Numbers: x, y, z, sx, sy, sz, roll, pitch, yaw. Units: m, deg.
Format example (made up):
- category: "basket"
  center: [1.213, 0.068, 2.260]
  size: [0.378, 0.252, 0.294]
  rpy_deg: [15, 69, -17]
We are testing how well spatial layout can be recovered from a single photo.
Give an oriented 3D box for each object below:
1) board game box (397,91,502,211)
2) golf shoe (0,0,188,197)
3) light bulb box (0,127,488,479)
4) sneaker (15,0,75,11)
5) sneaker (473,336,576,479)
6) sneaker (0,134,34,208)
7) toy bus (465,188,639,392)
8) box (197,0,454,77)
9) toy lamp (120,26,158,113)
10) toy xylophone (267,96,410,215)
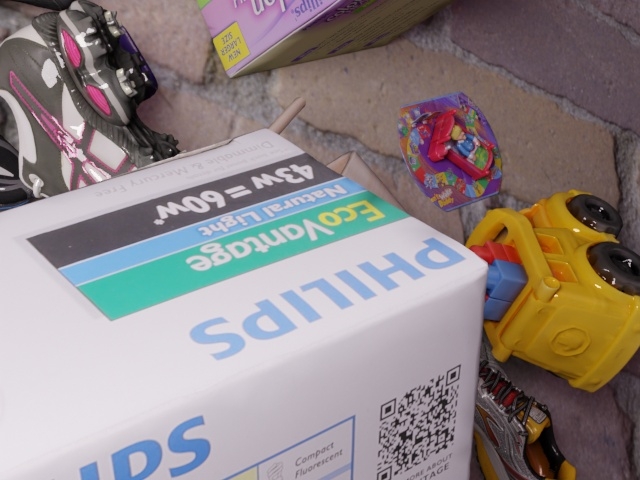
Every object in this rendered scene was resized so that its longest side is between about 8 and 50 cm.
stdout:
- category: "board game box"
  center: [0.165, -0.110, 1.296]
  size: [0.169, 0.033, 0.133]
  rpy_deg: [-19, 86, -42]
- category: "golf shoe"
  center: [-0.168, -0.052, 0.895]
  size: [0.273, 0.120, 0.105]
  rpy_deg: [64, 10, -10]
- category: "light bulb box"
  center: [-0.111, 0.170, 0.657]
  size: [0.358, 0.225, 0.361]
  rpy_deg: [-20, 126, -30]
- category: "sneaker"
  center: [-0.328, -0.227, 0.910]
  size: [0.267, 0.101, 0.106]
  rpy_deg: [14, 87, -36]
- category: "sneaker"
  center: [0.197, 0.176, 1.175]
  size: [0.088, 0.093, 0.225]
  rpy_deg: [-36, 96, -40]
- category: "sneaker"
  center: [-0.299, -0.096, 0.877]
  size: [0.188, 0.078, 0.067]
  rpy_deg: [47, 50, -17]
- category: "toy bus"
  center: [0.223, 0.035, 1.203]
  size: [0.211, 0.149, 0.220]
  rpy_deg: [13, 36, -19]
- category: "box"
  center: [0.032, -0.276, 1.127]
  size: [0.243, 0.213, 0.117]
  rpy_deg: [-21, 88, -42]
- category: "toy lamp"
  center: [-0.161, -0.057, 0.981]
  size: [0.080, 0.080, 0.274]
  rpy_deg: [-11, 84, -41]
- category: "toy xylophone"
  center: [0.000, 0.000, 1.016]
  size: [0.236, 0.081, 0.322]
  rpy_deg: [53, 27, -5]
